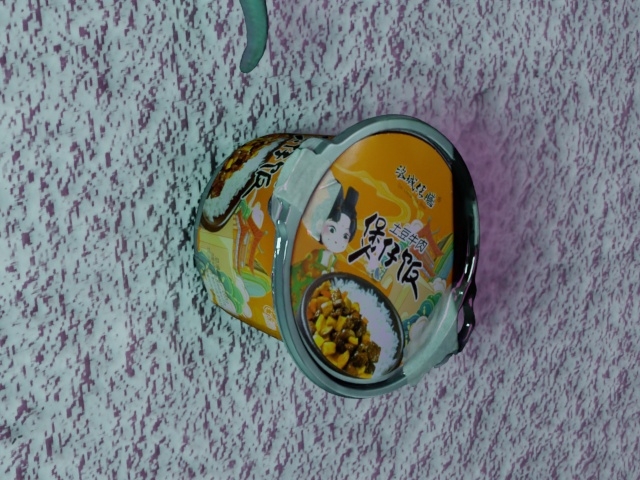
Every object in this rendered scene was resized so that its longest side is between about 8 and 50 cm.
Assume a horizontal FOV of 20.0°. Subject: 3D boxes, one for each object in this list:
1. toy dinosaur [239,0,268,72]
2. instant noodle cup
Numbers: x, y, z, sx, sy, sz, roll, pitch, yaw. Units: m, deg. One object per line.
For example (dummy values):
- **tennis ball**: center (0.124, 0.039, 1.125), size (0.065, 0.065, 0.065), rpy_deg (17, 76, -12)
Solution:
- **toy dinosaur**: center (-0.106, -0.328, 1.018), size (0.330, 0.129, 0.384), rpy_deg (20, 87, -34)
- **instant noodle cup**: center (0.000, 0.000, 1.164), size (0.177, 0.125, 0.208), rpy_deg (-47, 129, -24)
